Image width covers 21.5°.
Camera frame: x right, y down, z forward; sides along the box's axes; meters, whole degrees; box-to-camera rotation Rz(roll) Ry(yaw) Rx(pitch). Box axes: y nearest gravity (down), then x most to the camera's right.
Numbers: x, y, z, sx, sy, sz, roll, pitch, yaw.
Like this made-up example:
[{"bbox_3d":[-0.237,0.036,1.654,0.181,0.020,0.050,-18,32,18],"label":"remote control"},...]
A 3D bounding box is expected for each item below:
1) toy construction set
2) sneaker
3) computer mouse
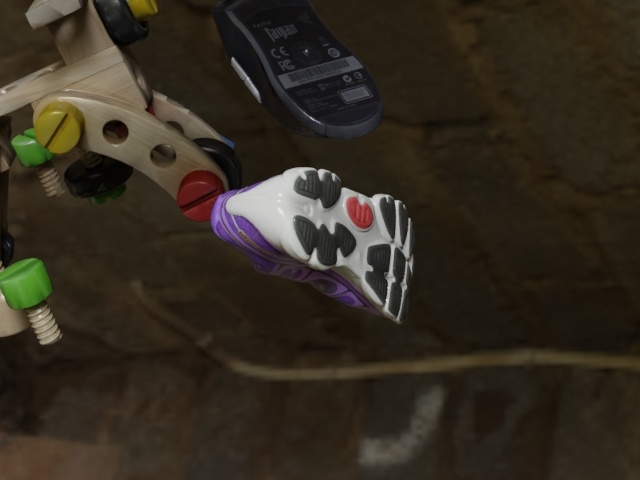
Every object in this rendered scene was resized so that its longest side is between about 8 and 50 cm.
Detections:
[{"bbox_3d":[-0.227,-0.082,1.268,0.309,0.257,0.237,-52,129,-50],"label":"toy construction set"},{"bbox_3d":[0.000,0.000,0.950,0.170,0.071,0.068,33,60,-52],"label":"sneaker"},{"bbox_3d":[-0.015,-0.184,1.494,0.184,0.262,0.060,-24,154,-36],"label":"computer mouse"}]
